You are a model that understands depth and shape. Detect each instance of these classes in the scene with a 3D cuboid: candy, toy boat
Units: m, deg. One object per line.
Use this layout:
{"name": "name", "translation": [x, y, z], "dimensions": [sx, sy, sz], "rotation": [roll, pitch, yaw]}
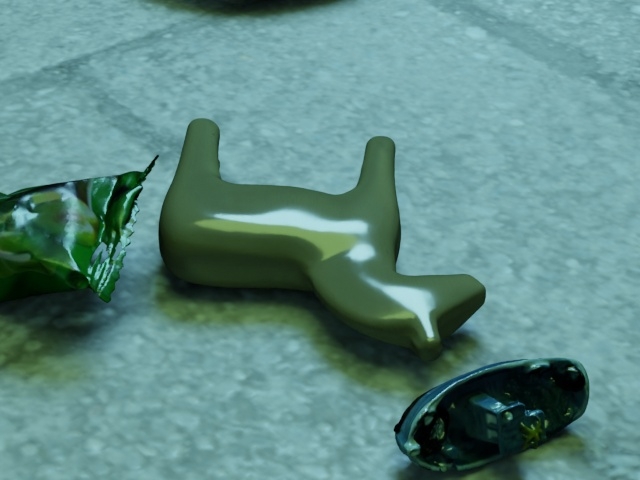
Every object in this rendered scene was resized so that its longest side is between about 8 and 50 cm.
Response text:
{"name": "candy", "translation": [-0.219, 0.000, 1.099], "dimensions": [0.203, 0.078, 0.141], "rotation": [-1, 22, 18]}
{"name": "toy boat", "translation": [0.106, 0.107, 0.966], "dimensions": [0.137, 0.060, 0.061], "rotation": [-11, 16, -23]}

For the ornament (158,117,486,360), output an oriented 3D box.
{"name": "ornament", "translation": [0.000, 0.000, 1.116], "dimensions": [0.230, 0.061, 0.245], "rotation": [4, 34, 1]}
